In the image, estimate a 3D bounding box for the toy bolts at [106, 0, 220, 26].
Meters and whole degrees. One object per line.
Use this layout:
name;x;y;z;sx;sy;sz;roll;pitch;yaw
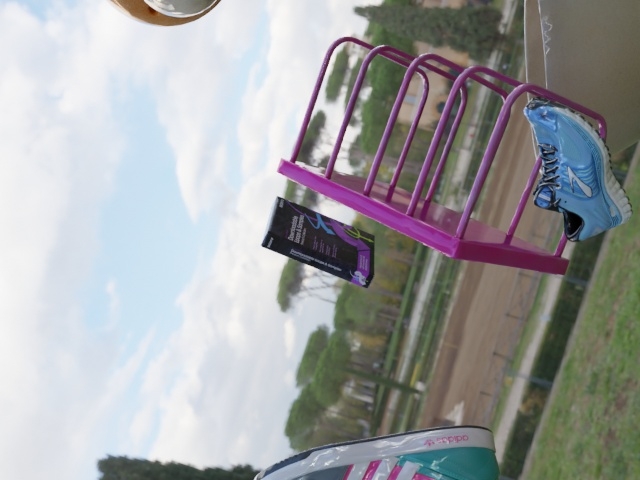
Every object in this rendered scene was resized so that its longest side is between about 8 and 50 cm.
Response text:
toy bolts;-0.043;-0.252;0.495;0.158;0.218;0.229;-129;41;-50

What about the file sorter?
file sorter;0.135;-0.104;0.853;0.202;0.290;0.182;9;-76;-43

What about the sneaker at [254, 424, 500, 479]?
sneaker;0.069;0.329;0.870;0.124;0.295;0.178;59;-160;-55

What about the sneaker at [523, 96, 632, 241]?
sneaker;0.229;-0.060;0.705;0.073;0.162;0.063;-36;25;2

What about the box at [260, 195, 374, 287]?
box;0.000;0.000;1.084;0.116;0.162;0.029;-83;16;-60

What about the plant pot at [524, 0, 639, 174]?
plant pot;0.394;-0.239;1.053;0.284;0.190;0.284;-4;-90;-79
